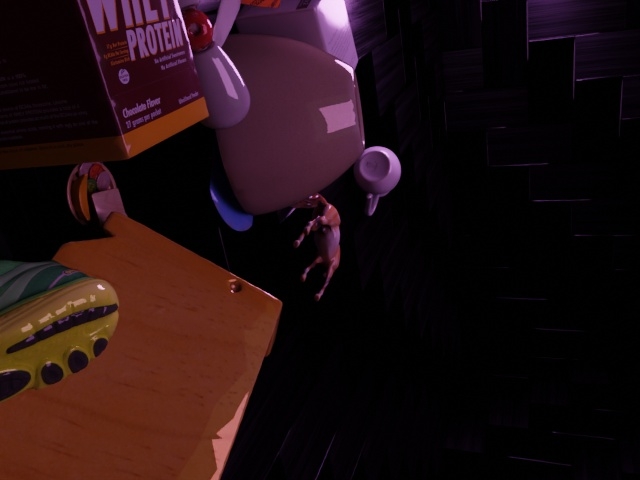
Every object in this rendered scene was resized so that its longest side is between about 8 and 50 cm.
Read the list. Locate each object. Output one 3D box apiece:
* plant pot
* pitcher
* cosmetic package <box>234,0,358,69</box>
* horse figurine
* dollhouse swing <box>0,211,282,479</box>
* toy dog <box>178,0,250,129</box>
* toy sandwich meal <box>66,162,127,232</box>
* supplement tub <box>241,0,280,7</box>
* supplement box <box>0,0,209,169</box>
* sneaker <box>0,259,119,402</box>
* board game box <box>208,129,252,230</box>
[{"bbox_3d":[-0.033,-0.191,0.892,0.284,0.191,0.283,-7,90,-80],"label":"plant pot"},{"bbox_3d":[0.151,-0.159,1.556,0.207,0.126,0.177,19,87,-79],"label":"pitcher"},{"bbox_3d":[-0.036,-0.357,1.022,0.183,0.152,0.151,70,29,-42],"label":"cosmetic package"},{"bbox_3d":[0.000,0.000,1.231,0.174,0.066,0.263,-52,140,-49],"label":"horse figurine"},{"bbox_3d":[-0.231,0.224,0.660,0.315,0.305,0.346,31,51,-16],"label":"dollhouse swing"},{"bbox_3d":[-0.186,-0.299,0.641,0.220,0.161,0.333,-7,116,-24],"label":"toy dog"},{"bbox_3d":[-0.252,-0.050,0.646,0.086,0.029,0.085,0,90,-68],"label":"toy sandwich meal"},{"bbox_3d":[-0.099,-0.480,0.730,0.193,0.194,0.315,-46,153,-60],"label":"supplement tub"},{"bbox_3d":[-0.229,-0.175,0.485,0.129,0.192,0.194,-53,137,-56],"label":"supplement box"},{"bbox_3d":[-0.305,0.080,0.426,0.296,0.124,0.109,-12,122,-50],"label":"sneaker"},{"bbox_3d":[-0.150,-0.097,0.901,0.133,0.033,0.168,42,44,-61],"label":"board game box"}]
